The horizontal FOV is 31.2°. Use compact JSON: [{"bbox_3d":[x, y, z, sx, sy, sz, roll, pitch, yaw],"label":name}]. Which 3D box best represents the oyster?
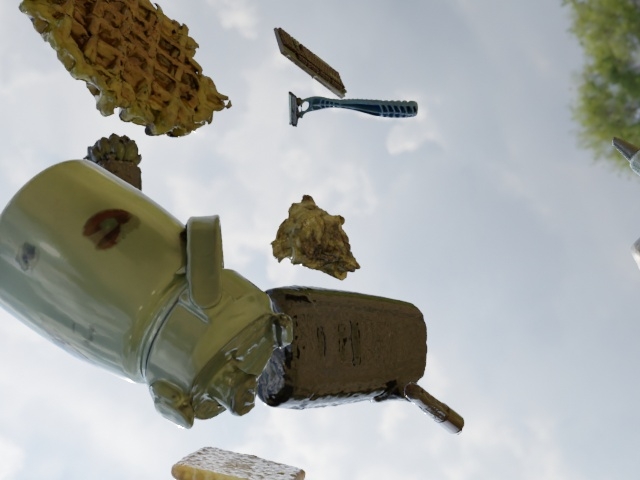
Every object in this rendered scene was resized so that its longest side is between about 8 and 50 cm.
[{"bbox_3d":[-0.001,-0.003,1.688,0.165,0.053,0.108,24,-102,-46],"label":"oyster"}]

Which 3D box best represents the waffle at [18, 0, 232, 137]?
[{"bbox_3d":[-0.212,-0.213,1.209,0.254,0.052,0.245,57,-154,9],"label":"waffle"}]

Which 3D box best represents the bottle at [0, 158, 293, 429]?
[{"bbox_3d":[-0.189,0.063,1.313,0.351,0.229,0.229,29,-163,23],"label":"bottle"}]

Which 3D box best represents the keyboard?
[{"bbox_3d":[-0.013,-0.269,1.742,0.166,0.017,0.055,29,-142,-50],"label":"keyboard"}]

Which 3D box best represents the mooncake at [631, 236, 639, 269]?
[{"bbox_3d":[0.536,-0.017,1.498,0.117,0.235,0.235,59,-153,6],"label":"mooncake"}]

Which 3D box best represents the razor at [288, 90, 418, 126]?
[{"bbox_3d":[0.064,-0.261,2.230,0.042,0.253,0.082,-83,-7,-46],"label":"razor"}]

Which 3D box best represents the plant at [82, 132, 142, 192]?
[{"bbox_3d":[-0.331,-0.103,1.837,0.092,0.094,0.143,4,-119,-32],"label":"plant"}]

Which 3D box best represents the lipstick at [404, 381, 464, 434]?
[{"bbox_3d":[0.128,0.189,1.295,0.176,0.027,0.027,43,-148,-59],"label":"lipstick"}]

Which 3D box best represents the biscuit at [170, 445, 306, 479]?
[{"bbox_3d":[-0.107,0.319,1.554,0.250,0.160,0.030,53,-130,-84],"label":"biscuit"}]

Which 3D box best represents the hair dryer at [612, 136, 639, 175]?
[{"bbox_3d":[0.348,-0.038,1.152,0.183,0.155,0.044,31,173,31],"label":"hair dryer"}]

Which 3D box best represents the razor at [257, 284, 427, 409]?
[{"bbox_3d":[0.030,0.169,1.789,0.326,0.107,0.189,7,-101,-43],"label":"razor"}]
